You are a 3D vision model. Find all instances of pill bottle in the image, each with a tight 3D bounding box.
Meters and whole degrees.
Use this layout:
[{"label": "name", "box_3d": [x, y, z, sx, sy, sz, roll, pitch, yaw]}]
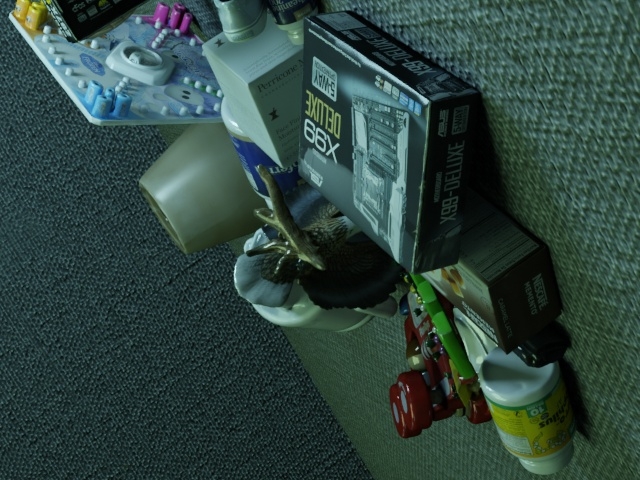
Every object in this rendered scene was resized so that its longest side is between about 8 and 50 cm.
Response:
[{"label": "pill bottle", "box_3d": [-0.044, -0.344, 1.729, 0.067, 0.067, 0.120, 39, 160, 56]}, {"label": "pill bottle", "box_3d": [0.314, 0.253, 1.783, 0.117, 0.117, 0.208, 44, 163, 48]}, {"label": "pill bottle", "box_3d": [-0.069, -0.163, 2.133, 0.153, 0.153, 0.265, 47, 166, 39]}]

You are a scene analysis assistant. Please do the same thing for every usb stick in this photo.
[{"label": "usb stick", "box_3d": [0.242, 0.081, 1.720, 0.278, 0.077, 0.045, 47, 137, 39]}]

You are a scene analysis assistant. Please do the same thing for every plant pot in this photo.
[{"label": "plant pot", "box_3d": [-0.223, -0.124, 2.571, 0.323, 0.280, 0.323, 54, 169, 16]}]

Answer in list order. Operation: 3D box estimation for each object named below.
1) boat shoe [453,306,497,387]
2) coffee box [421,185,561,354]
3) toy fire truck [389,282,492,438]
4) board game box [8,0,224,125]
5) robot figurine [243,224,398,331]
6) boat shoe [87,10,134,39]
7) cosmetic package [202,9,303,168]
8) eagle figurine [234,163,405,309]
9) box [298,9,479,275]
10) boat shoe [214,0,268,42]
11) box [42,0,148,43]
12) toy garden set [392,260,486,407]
[{"label": "boat shoe", "box_3d": [0.275, 0.218, 1.905, 0.267, 0.088, 0.096, 59, 163, -10]}, {"label": "coffee box", "box_3d": [0.204, 0.019, 1.632, 0.246, 0.098, 0.141, 45, 165, 45]}, {"label": "toy fire truck", "box_3d": [0.200, 0.197, 2.084, 0.302, 0.169, 0.254, 105, 154, -75]}, {"label": "board game box", "box_3d": [-0.339, -0.350, 2.301, 0.390, 0.390, 0.050, 48, 129, 36]}, {"label": "robot figurine", "box_3d": [-0.002, 0.062, 2.191, 0.300, 0.200, 0.353, 30, -171, 31]}, {"label": "boat shoe", "box_3d": [-0.365, -0.493, 2.200, 0.103, 0.285, 0.092, 30, -160, -36]}, {"label": "cosmetic package", "box_3d": [-0.061, -0.245, 1.868, 0.151, 0.151, 0.184, 44, 165, 43]}, {"label": "eagle figurine", "box_3d": [0.011, -0.001, 1.960, 0.225, 0.226, 0.298, 8, -177, 19]}, {"label": "box", "box_3d": [0.077, -0.135, 1.566, 0.307, 0.076, 0.242, 44, 139, 47]}, {"label": "boat shoe", "box_3d": [-0.115, -0.379, 1.760, 0.227, 0.079, 0.081, -91, -15, -50]}, {"label": "box", "box_3d": [-0.294, -0.477, 1.757, 0.257, 0.322, 0.079, 59, 167, -16]}, {"label": "toy garden set", "box_3d": [0.170, 0.124, 1.813, 0.204, 0.049, 0.244, 59, -174, -41]}]
